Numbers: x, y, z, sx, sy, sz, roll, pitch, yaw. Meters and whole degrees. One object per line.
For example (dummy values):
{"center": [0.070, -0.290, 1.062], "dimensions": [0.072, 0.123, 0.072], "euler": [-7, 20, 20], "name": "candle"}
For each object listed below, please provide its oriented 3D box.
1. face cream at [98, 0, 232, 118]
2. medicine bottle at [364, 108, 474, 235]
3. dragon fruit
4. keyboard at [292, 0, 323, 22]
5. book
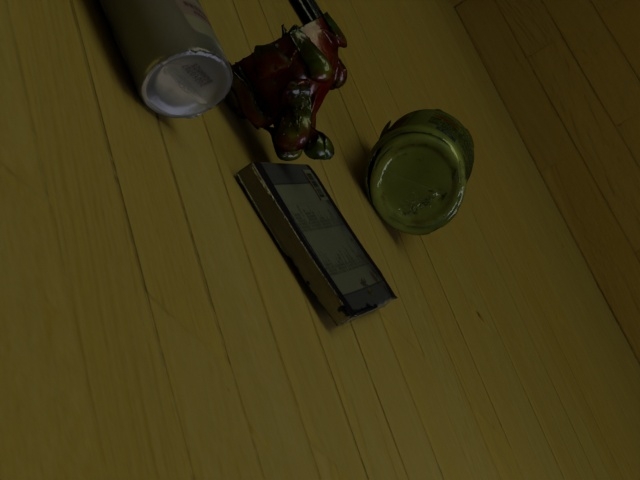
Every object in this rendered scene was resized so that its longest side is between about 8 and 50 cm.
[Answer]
{"center": [-0.153, -0.222, 1.412], "dimensions": [0.269, 0.073, 0.107], "euler": [64, 5, 31], "name": "face cream"}
{"center": [0.118, -0.089, 2.052], "dimensions": [0.124, 0.124, 0.239], "euler": [57, 11, -5], "name": "medicine bottle"}
{"center": [-0.036, -0.142, 1.613], "dimensions": [0.142, 0.138, 0.175], "euler": [0, 67, -36], "name": "dragon fruit"}
{"center": [-0.053, -0.364, 2.291], "dimensions": [0.262, 0.016, 0.106], "euler": [60, 13, 8], "name": "keyboard"}
{"center": [-0.001, 0.001, 1.582], "dimensions": [0.157, 0.026, 0.231], "euler": [56, 11, 5], "name": "book"}
